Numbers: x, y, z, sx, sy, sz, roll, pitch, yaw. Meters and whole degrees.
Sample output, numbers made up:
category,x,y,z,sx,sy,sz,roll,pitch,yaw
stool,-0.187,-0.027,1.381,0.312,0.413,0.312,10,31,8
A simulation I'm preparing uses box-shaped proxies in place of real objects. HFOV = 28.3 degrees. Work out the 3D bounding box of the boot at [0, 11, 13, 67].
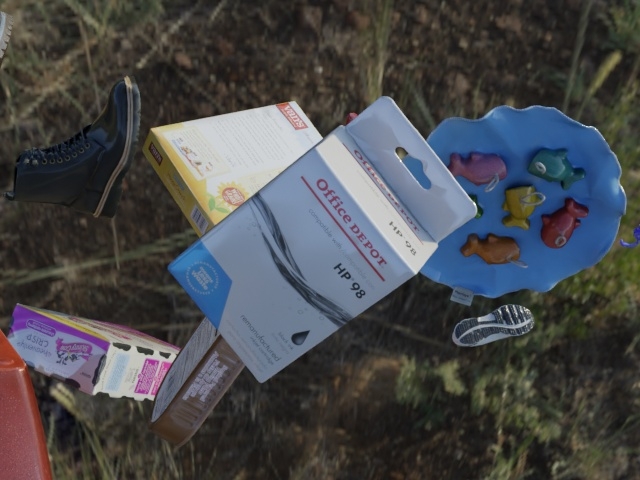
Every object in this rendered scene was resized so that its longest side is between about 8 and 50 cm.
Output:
category,x,y,z,sx,sy,sz,roll,pitch,yaw
boot,-0.247,-0.104,0.785,0.085,0.059,0.158,28,44,-9

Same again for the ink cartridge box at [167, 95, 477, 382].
category,x,y,z,sx,sy,sz,roll,pitch,yaw
ink cartridge box,0.000,0.000,0.829,0.104,0.180,0.060,51,28,-2

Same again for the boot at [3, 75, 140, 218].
category,x,y,z,sx,sy,sz,roll,pitch,yaw
boot,-0.299,-0.113,1.531,0.137,0.197,0.077,7,32,-21

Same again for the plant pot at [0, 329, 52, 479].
category,x,y,z,sx,sy,sz,roll,pitch,yaw
plant pot,-0.425,0.214,1.324,0.267,0.235,0.267,0,15,-28

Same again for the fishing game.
category,x,y,z,sx,sy,sz,roll,pitch,yaw
fishing game,0.138,-0.018,0.949,0.264,0.189,0.041,6,42,-4

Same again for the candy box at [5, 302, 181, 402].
category,x,y,z,sx,sy,sz,roll,pitch,yaw
candy box,-0.268,0.149,1.613,0.159,0.233,0.071,18,89,28

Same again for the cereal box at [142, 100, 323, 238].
category,x,y,z,sx,sy,sz,roll,pitch,yaw
cereal box,-0.088,-0.093,1.660,0.240,0.047,0.173,-15,58,-37

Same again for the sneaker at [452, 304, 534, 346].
category,x,y,z,sx,sy,sz,roll,pitch,yaw
sneaker,0.213,0.107,1.575,0.109,0.044,0.040,-10,76,-12

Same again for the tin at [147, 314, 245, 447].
category,x,y,z,sx,sy,sz,roll,pitch,yaw
tin,-0.093,0.098,1.108,0.040,0.189,0.106,30,21,-17
